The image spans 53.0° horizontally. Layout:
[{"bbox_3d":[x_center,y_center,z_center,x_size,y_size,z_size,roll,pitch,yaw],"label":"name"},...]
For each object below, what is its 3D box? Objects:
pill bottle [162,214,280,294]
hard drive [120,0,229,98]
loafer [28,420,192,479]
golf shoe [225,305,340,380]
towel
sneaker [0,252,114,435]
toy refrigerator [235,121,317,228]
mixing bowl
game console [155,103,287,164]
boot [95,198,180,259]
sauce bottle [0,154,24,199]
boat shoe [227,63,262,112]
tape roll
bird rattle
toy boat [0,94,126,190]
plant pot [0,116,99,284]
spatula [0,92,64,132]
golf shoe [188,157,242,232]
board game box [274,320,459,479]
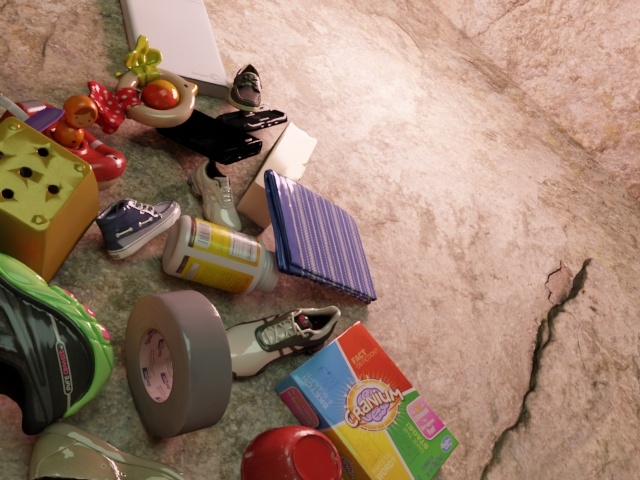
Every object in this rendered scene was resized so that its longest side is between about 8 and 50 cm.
[{"bbox_3d":[-0.187,0.035,1.243,0.215,0.117,0.117,19,45,-25],"label":"pill bottle"},{"bbox_3d":[-0.377,-0.522,1.636,0.233,0.047,0.353,5,53,-36],"label":"hard drive"},{"bbox_3d":[-0.288,0.353,0.905,0.268,0.102,0.092,26,43,-5],"label":"loafer"},{"bbox_3d":[-0.084,0.174,1.205,0.272,0.120,0.105,-12,65,-43],"label":"golf shoe"},{"bbox_3d":[0.000,0.000,1.393,0.336,0.040,0.243,26,44,-51],"label":"towel"},{"bbox_3d":[-0.520,0.090,0.875,0.482,0.185,0.202,32,49,0],"label":"sneaker"},{"bbox_3d":[-0.095,-0.154,1.496,0.094,0.102,0.269,34,40,-10],"label":"toy refrigerator"},{"bbox_3d":[-0.032,0.384,1.076,0.181,0.098,0.181,21,45,-22],"label":"mixing bowl"},{"bbox_3d":[-0.195,-0.266,1.509,0.213,0.044,0.361,28,31,21],"label":"game console"},{"bbox_3d":[-0.337,-0.049,1.208,0.190,0.069,0.086,-53,136,-50],"label":"boot"},{"bbox_3d":[-0.541,-0.093,1.132,0.042,0.042,0.128,-2,61,-39],"label":"sauce bottle"},{"bbox_3d":[-0.185,-0.385,1.605,0.080,0.073,0.223,11,28,-14],"label":"boat shoe"},{"bbox_3d":[-0.225,0.189,0.998,0.072,0.219,0.219,-5,59,-40],"label":"tape roll"},{"bbox_3d":[-0.371,-0.314,1.361,0.206,0.143,0.253,19,40,-6],"label":"bird rattle"},{"bbox_3d":[-0.459,-0.199,1.183,0.231,0.151,0.151,38,25,2],"label":"toy boat"},{"bbox_3d":[-0.476,-0.064,1.009,0.212,0.187,0.212,33,53,-13],"label":"plant pot"},{"bbox_3d":[-0.553,-0.239,1.130,0.296,0.030,0.084,27,59,29],"label":"spatula"},{"bbox_3d":[-0.215,-0.094,1.360,0.069,0.086,0.176,-21,71,-48],"label":"golf shoe"},{"bbox_3d":[0.095,0.340,1.241,0.316,0.064,0.242,50,41,9],"label":"board game box"}]
